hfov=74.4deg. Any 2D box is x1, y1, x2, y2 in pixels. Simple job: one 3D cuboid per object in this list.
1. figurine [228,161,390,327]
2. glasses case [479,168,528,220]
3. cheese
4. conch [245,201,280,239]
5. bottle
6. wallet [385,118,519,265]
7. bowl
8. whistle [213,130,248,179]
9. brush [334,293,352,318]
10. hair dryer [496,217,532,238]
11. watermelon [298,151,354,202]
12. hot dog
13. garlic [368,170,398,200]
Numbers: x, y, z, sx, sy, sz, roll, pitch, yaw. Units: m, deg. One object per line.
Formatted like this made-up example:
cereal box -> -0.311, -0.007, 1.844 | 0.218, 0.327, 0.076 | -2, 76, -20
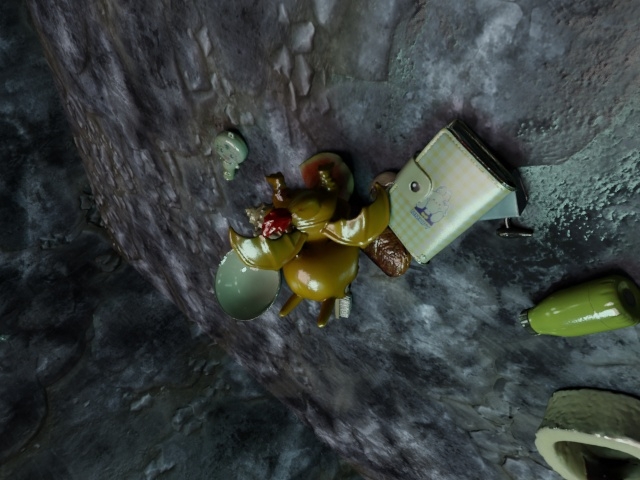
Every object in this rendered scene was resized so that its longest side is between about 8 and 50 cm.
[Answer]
figurine -> -0.037, 0.007, 1.146 | 0.268, 0.401, 0.386 | -137, 32, -58
glasses case -> 0.356, -0.099, 1.026 | 0.266, 0.056, 0.105 | -5, 96, 50
cheese -> 0.776, 0.553, 1.133 | 0.292, 0.153, 0.332 | 51, 147, -6
conch -> -0.094, -0.062, 1.406 | 0.324, 0.263, 0.186 | 3, 111, 2
bottle -> 0.586, 0.165, 0.977 | 0.112, 0.112, 0.260 | 47, 147, -1
wallet -> 0.276, -0.104, 1.002 | 0.223, 0.077, 0.309 | 49, 136, 9
bowl -> -0.290, 0.187, 1.865 | 0.337, 0.337, 0.157 | 27, -179, 27
whistle -> -0.326, -0.309, 1.534 | 0.126, 0.067, 0.258 | 30, 149, 2
brush -> 0.089, 0.184, 1.591 | 0.065, 0.070, 0.327 | 11, 134, 16
hair dryer -> 0.454, -0.042, 0.991 | 0.079, 0.031, 0.083 | 2, 119, 33
watermelon -> 0.032, -0.189, 1.247 | 0.145, 0.137, 0.193 | -43, 89, 21
hot dog -> 0.179, 0.008, 1.271 | 0.227, 0.099, 0.160 | 45, 146, 7
garlic -> 0.186, -0.152, 1.143 | 0.084, 0.066, 0.152 | 25, 153, -18
